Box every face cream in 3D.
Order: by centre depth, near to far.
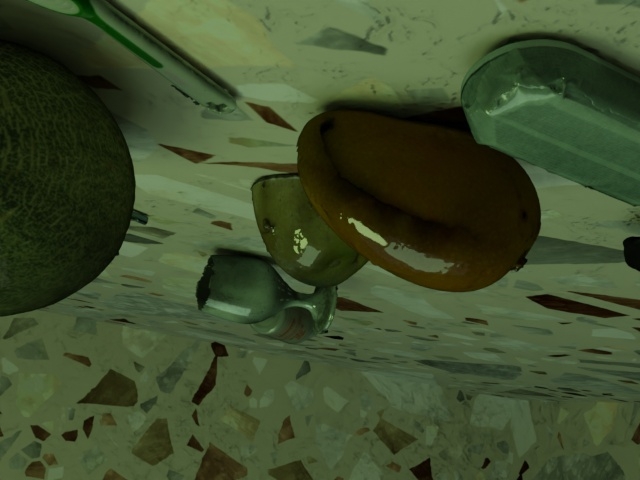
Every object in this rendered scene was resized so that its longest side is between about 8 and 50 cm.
[{"bbox_3d":[-0.070,0.191,1.780,0.101,0.101,0.252,2,164,26],"label":"face cream"}]

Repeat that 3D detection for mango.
[{"bbox_3d":[0.085,-0.041,0.700,0.236,0.166,0.136,27,123,8],"label":"mango"}]

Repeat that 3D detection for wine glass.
[{"bbox_3d":[-0.098,0.097,1.387,0.241,0.126,0.126,12,165,-21],"label":"wine glass"}]

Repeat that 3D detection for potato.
[{"bbox_3d":[0.000,0.000,0.976,0.182,0.117,0.202,-1,162,24],"label":"potato"}]

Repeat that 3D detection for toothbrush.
[{"bbox_3d":[-0.188,-0.175,0.548,0.042,0.040,0.418,-2,162,29],"label":"toothbrush"},{"bbox_3d":[-0.339,-0.062,1.123,0.016,0.019,0.219,0,164,37],"label":"toothbrush"}]

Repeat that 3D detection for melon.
[{"bbox_3d":[-0.299,-0.048,0.708,0.249,0.248,0.329,9,168,0],"label":"melon"}]

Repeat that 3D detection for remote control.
[{"bbox_3d":[0.220,-0.085,0.602,0.247,0.052,0.104,17,149,-24],"label":"remote control"}]

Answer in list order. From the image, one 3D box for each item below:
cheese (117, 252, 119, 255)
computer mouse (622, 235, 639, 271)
[{"bbox_3d":[-0.490,-0.005,1.301,0.320,0.083,0.204,4,163,26],"label":"cheese"},{"bbox_3d":[0.462,0.032,0.872,0.264,0.088,0.147,18,180,-33],"label":"computer mouse"}]
